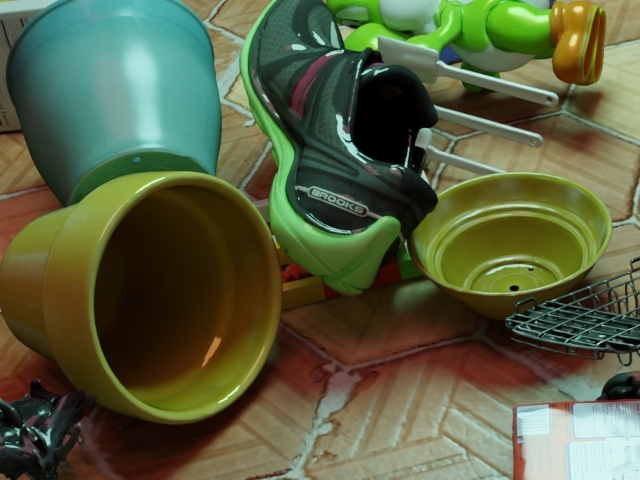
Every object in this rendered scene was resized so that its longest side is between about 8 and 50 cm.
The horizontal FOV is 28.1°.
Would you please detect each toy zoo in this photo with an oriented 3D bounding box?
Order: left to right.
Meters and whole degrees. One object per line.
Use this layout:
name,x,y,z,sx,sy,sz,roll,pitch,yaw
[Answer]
toy zoo,0.000,0.000,1.518,0.293,0.030,0.192,-14,36,-3

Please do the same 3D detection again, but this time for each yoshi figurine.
yoshi figurine,0.174,-0.243,1.658,0.362,0.203,0.203,11,49,18

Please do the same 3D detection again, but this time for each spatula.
spatula,0.172,-0.147,1.560,0.242,0.168,0.019,20,36,25

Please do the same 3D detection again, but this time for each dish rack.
dish rack,0.321,0.073,1.197,0.272,0.074,0.208,-17,11,-27

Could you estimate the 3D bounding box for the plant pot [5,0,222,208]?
plant pot,-0.239,-0.133,1.592,0.272,0.271,0.255,-16,51,-5

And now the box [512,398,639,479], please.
box,0.223,0.259,1.029,0.128,0.122,0.257,-5,37,11

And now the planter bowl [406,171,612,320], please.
planter bowl,0.206,0.023,1.378,0.217,0.090,0.217,-8,36,6

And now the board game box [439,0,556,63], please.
board game box,0.194,-0.399,1.903,0.232,0.141,0.291,-14,36,-3

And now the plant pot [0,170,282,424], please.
plant pot,-0.209,0.052,1.350,0.239,0.254,0.254,4,36,46

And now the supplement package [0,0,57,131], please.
supplement package,-0.453,-0.296,1.901,0.263,0.198,0.199,-3,37,11

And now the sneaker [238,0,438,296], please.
sneaker,0.037,-0.140,1.478,0.202,0.185,0.482,-37,40,20

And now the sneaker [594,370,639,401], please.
sneaker,0.392,0.155,1.147,0.276,0.097,0.135,4,26,33

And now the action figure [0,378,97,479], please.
action figure,-0.308,0.207,1.244,0.164,0.141,0.276,-37,27,-33
